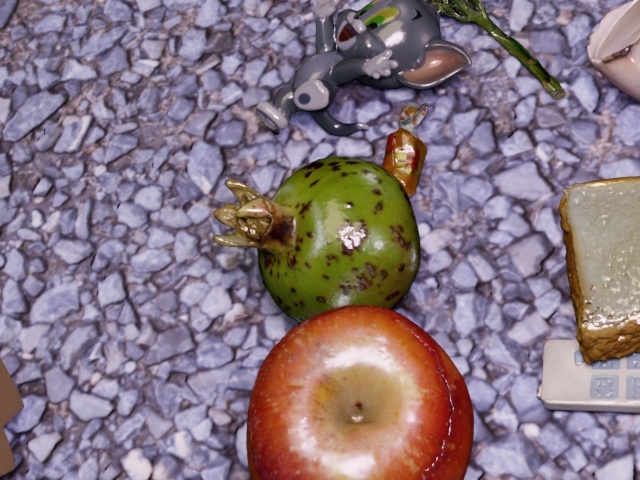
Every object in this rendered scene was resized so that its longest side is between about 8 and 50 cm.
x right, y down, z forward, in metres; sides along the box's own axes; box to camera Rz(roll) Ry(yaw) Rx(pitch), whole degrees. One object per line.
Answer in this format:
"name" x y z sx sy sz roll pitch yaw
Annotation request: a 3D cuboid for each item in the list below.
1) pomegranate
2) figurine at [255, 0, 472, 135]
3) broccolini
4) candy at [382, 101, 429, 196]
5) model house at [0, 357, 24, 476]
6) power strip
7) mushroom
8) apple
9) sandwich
"pomegranate" 0.000 0.000 1.724 0.211 0.263 0.211 -21 63 51
"figurine" 0.050 -0.215 1.877 0.265 0.140 0.193 -49 36 4
"broccolini" 0.224 -0.272 1.899 0.254 0.057 0.071 48 118 34
"candy" 0.102 -0.101 1.851 0.053 0.046 0.182 7 68 22
"model house" -0.510 0.238 1.815 0.248 0.176 0.181 -14 15 30
"power strip" 0.338 0.153 1.656 0.192 0.035 0.081 0 64 16
"mushroom" 0.441 -0.231 1.783 0.173 0.162 0.236 45 71 -13
"apple" 0.043 0.211 1.622 0.251 0.206 0.272 -11 63 -1
"sandwich" 0.402 0.014 1.662 0.251 0.087 0.226 -9 50 10
